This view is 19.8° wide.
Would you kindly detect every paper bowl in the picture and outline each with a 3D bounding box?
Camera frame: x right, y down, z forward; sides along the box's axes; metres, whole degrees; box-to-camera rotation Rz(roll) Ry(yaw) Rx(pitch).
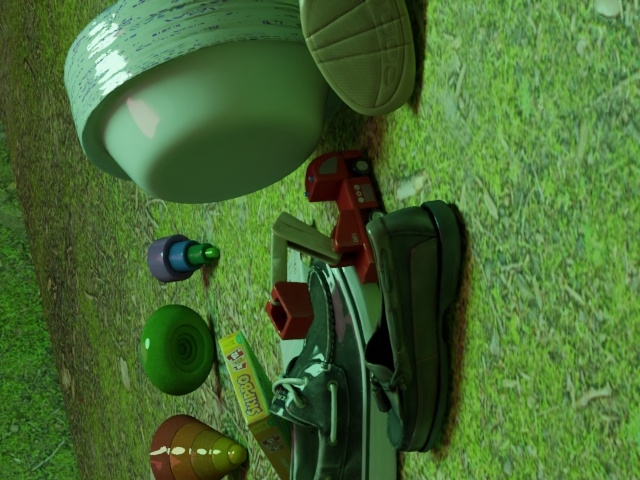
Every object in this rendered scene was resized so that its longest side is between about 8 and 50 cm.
[{"bbox_3d":[-0.109,-0.140,1.864,0.284,0.284,0.148,116,140,-60],"label":"paper bowl"}]

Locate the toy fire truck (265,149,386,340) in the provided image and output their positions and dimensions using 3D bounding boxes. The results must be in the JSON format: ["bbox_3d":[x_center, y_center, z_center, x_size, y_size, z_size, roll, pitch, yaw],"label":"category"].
[{"bbox_3d":[0.000,0.000,1.811,0.047,0.135,0.192,111,148,-55],"label":"toy fire truck"}]

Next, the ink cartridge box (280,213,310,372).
[{"bbox_3d":[-0.014,0.083,2.067,0.145,0.045,0.179,112,158,-58],"label":"ink cartridge box"}]

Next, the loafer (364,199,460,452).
[{"bbox_3d":[0.071,0.084,1.701,0.096,0.084,0.267,-123,31,-54],"label":"loafer"}]

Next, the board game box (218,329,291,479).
[{"bbox_3d":[-0.043,0.220,2.025,0.259,0.039,0.124,60,-174,-47],"label":"board game box"}]

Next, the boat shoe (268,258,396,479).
[{"bbox_3d":[0.008,0.167,1.870,0.121,0.119,0.335,-174,78,-72],"label":"boat shoe"}]

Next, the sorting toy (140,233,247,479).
[{"bbox_3d":[-0.158,0.169,2.488,0.126,0.127,0.366,-9,84,43],"label":"sorting toy"}]

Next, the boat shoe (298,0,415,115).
[{"bbox_3d":[0.016,-0.256,1.699,0.285,0.103,0.092,63,-163,-14],"label":"boat shoe"}]
